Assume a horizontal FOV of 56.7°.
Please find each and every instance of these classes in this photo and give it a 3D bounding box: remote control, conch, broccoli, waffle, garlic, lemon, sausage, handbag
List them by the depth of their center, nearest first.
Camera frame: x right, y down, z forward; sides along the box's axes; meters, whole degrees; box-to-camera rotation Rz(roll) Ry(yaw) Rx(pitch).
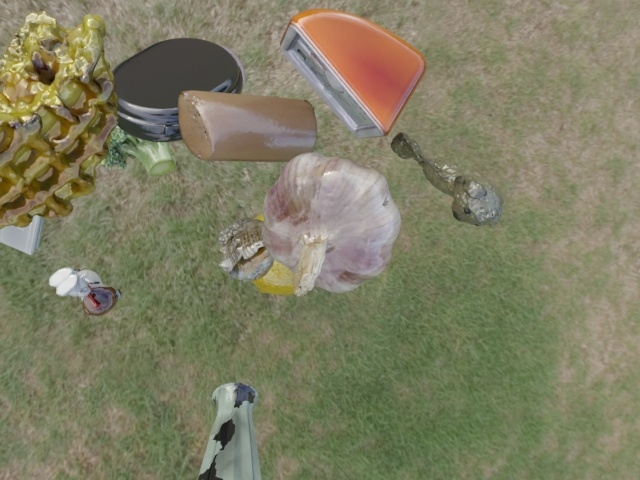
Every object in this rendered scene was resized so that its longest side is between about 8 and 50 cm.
[{"bbox_3d":[-0.380,-0.130,0.649,0.324,0.151,0.261,-20,137,-50],"label":"waffle"},{"bbox_3d":[0.000,0.000,0.964,0.245,0.253,0.245,10,124,16],"label":"garlic"},{"bbox_3d":[-0.132,-0.203,1.077,0.253,0.123,0.123,-6,104,-39],"label":"sausage"},{"bbox_3d":[-0.310,-0.325,1.283,0.254,0.093,0.308,32,54,18],"label":"handbag"},{"bbox_3d":[-0.160,0.017,1.445,0.245,0.178,0.163,-32,111,32],"label":"conch"},{"bbox_3d":[-0.477,-0.303,1.538,0.235,0.288,0.259,12,54,-23],"label":"broccoli"},{"bbox_3d":[-0.810,-0.083,1.625,0.103,0.055,0.277,25,128,-9],"label":"remote control"},{"bbox_3d":[-0.120,0.033,1.838,0.293,0.293,0.293,-3,102,-14],"label":"lemon"}]

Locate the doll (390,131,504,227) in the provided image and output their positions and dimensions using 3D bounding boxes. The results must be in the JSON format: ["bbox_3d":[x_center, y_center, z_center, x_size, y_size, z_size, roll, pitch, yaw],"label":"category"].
[{"bbox_3d":[0.226,-0.124,1.113,0.091,0.203,0.286,-43,69,3],"label":"doll"}]

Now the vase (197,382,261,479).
[{"bbox_3d":[-0.200,0.497,1.330,0.165,0.360,0.165,-2,128,-2],"label":"vase"}]

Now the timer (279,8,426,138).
[{"bbox_3d":[0.042,-0.327,1.118,0.250,0.257,0.161,32,93,-12],"label":"timer"}]

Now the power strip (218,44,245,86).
[{"bbox_3d":[-0.292,-0.471,1.691,0.154,0.078,0.154,12,72,-41],"label":"power strip"}]

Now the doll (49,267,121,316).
[{"bbox_3d":[-0.238,0.051,0.606,0.040,0.085,0.058,-43,94,-10],"label":"doll"}]
